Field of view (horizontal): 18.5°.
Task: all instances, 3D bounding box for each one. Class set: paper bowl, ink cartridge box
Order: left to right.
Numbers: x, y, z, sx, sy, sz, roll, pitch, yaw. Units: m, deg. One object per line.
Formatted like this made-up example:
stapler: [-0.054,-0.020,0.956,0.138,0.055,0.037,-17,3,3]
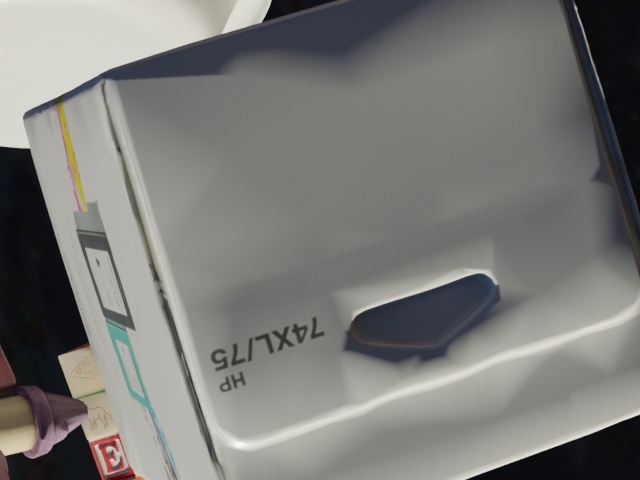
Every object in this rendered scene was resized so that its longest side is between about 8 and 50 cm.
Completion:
paper bowl: [-0.168,-0.160,1.170,0.284,0.284,0.148,112,154,-60]
ink cartridge box: [0.000,0.000,0.877,0.270,0.198,0.197,-178,71,-75]

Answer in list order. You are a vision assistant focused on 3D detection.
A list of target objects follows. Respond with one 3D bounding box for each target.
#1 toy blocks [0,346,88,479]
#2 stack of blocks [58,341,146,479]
toy blocks: [-0.293,0.140,1.413,0.288,0.260,0.309,61,144,25]
stack of blocks: [-0.076,0.138,1.742,0.297,0.087,0.171,-17,93,35]
